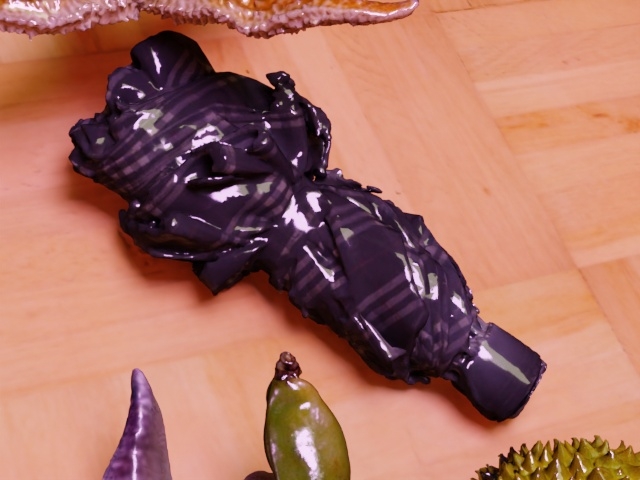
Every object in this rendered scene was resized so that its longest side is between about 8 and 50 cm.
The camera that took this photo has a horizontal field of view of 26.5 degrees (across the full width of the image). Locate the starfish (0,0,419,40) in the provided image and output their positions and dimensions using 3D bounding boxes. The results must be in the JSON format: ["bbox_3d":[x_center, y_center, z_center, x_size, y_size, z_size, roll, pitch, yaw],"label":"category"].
[{"bbox_3d":[-0.091,-0.183,0.883,0.301,0.084,0.293,-4,16,3],"label":"starfish"}]

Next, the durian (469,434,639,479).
[{"bbox_3d":[0.138,0.193,0.761,0.159,0.146,0.198,38,48,10],"label":"durian"}]

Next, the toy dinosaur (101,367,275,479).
[{"bbox_3d":[-0.068,0.220,0.708,0.162,0.077,0.294,13,55,-21],"label":"toy dinosaur"}]

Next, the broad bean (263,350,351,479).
[{"bbox_3d":[0.002,0.180,0.688,0.052,0.053,0.256,-6,61,-4],"label":"broad bean"}]

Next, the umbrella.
[{"bbox_3d":[-0.007,0.005,0.856,0.336,0.128,0.154,44,51,8],"label":"umbrella"}]
